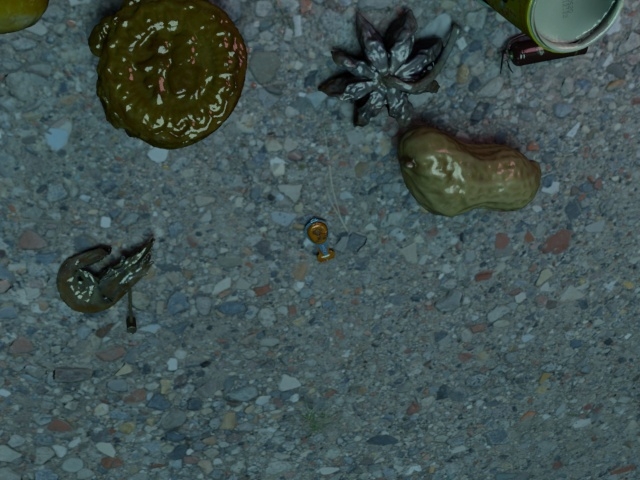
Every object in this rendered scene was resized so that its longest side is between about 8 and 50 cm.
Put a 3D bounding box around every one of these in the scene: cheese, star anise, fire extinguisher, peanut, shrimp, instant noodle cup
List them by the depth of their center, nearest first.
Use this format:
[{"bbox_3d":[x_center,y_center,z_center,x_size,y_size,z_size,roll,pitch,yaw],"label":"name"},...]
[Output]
[{"bbox_3d":[0.345,-0.403,1.318,0.215,0.236,0.215,-8,131,-9],"label":"instant noodle cup"},{"bbox_3d":[0.124,-0.285,1.450,0.262,0.081,0.230,-23,119,6],"label":"star anise"},{"bbox_3d":[0.386,-0.334,1.507,0.158,0.043,0.064,-11,100,-7],"label":"fire extinguisher"},{"bbox_3d":[0.261,-0.116,1.582,0.291,0.143,0.159,10,131,-25],"label":"peanut"},{"bbox_3d":[-0.397,0.055,1.599,0.223,0.047,0.126,-39,117,17],"label":"shrimp"},{"bbox_3d":[0.000,-0.001,1.679,0.047,0.017,0.111,-18,130,2],"label":"cheese"}]

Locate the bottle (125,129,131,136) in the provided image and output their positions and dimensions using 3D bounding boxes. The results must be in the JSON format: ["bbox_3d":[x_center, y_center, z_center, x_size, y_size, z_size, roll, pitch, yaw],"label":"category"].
[{"bbox_3d":[-0.247,-0.218,1.414,0.164,0.060,0.060,-23,130,4],"label":"bottle"}]

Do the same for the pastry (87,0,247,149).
[{"bbox_3d":[-0.231,-0.259,1.317,0.235,0.132,0.240,38,94,-5],"label":"pastry"}]

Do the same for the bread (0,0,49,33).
[{"bbox_3d":[-0.436,-0.437,1.096,0.300,0.210,0.341,-22,141,-27],"label":"bread"}]

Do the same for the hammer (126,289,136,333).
[{"bbox_3d":[-0.369,0.127,1.672,0.019,0.035,0.110,-5,119,-13],"label":"hammer"}]
